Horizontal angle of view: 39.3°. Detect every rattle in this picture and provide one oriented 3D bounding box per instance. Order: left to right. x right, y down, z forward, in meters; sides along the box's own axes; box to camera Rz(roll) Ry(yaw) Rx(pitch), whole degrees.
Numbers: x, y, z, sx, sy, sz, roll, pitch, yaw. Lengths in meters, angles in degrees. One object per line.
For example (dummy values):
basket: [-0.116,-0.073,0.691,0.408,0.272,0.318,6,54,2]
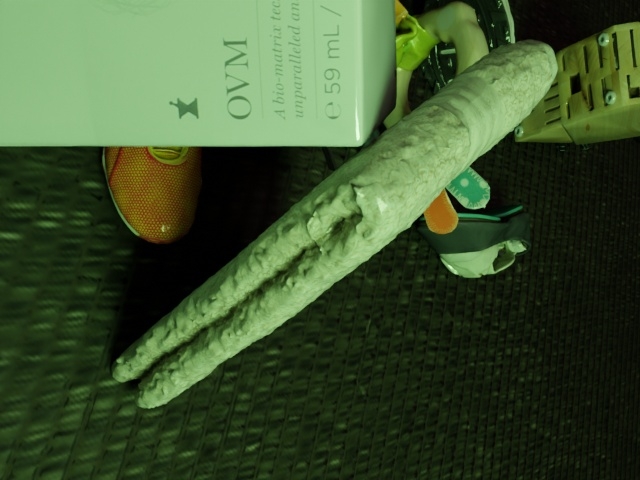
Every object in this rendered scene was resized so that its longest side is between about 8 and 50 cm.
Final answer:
rattle: [0.069,-0.117,0.768,0.143,0.130,0.200,21,72,-53]

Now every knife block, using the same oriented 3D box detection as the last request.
knife block: [0.363,-0.172,1.078,0.242,0.275,0.088,-3,85,-24]

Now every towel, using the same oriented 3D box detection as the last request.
towel: [0.000,0.000,0.521,0.049,0.282,0.187,50,48,-2]

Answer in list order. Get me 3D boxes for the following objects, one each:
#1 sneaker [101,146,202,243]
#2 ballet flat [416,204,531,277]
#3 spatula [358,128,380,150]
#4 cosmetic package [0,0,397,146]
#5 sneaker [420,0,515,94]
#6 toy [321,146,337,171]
sneaker: [-0.101,-0.084,0.560,0.064,0.067,0.175,2,74,-19]
ballet flat: [0.164,0.002,0.912,0.203,0.074,0.074,-8,89,-56]
spatula: [0.005,-0.138,0.724,0.296,0.030,0.084,54,1,-43]
cosmetic package: [-0.083,-0.163,0.418,0.138,0.224,0.224,-52,142,-71]
sneaker: [0.151,-0.260,0.922,0.108,0.100,0.271,-17,97,-59]
toy: [-0.057,-0.153,0.634,0.137,0.056,0.237,-99,168,-81]
